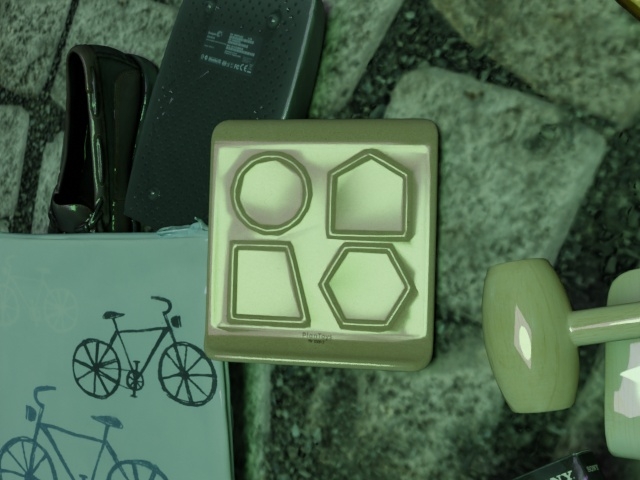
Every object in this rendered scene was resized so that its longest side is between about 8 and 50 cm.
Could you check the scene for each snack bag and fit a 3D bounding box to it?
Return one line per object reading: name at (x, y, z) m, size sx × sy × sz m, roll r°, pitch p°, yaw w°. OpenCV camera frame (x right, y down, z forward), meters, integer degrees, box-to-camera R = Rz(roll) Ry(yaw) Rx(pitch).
snack bag at (-0.220, 0.151, 0.711) m, size 0.323 × 0.037 × 0.343 m, roll -1°, pitch 94°, yaw 27°

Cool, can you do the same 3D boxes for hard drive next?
hard drive at (-0.091, -0.120, 0.685) m, size 0.172 × 0.054 × 0.255 m, roll 23°, pitch 98°, yaw 32°

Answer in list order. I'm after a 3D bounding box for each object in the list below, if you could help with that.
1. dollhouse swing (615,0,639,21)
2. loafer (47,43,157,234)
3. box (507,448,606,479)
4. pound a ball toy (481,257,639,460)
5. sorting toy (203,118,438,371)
dollhouse swing at (0.331, -0.226, 0.300) m, size 0.305 × 0.315 × 0.347 m, roll -37°, pitch 66°, yaw 2°
loafer at (-0.253, -0.058, 0.758) m, size 0.109 × 0.095 × 0.303 m, roll 12°, pitch 92°, yaw 33°
box at (0.125, 0.209, 0.376) m, size 0.116 × 0.029 × 0.162 m, roll -35°, pitch 59°, yaw 28°
pound a ball toy at (0.262, 0.081, 0.351) m, size 0.319 × 0.208 × 0.136 m, roll -1°, pitch 85°, yaw 32°
sorting toy at (0.000, 0.000, 0.598) m, size 0.193 × 0.038 × 0.208 m, roll 1°, pitch 84°, yaw 10°
